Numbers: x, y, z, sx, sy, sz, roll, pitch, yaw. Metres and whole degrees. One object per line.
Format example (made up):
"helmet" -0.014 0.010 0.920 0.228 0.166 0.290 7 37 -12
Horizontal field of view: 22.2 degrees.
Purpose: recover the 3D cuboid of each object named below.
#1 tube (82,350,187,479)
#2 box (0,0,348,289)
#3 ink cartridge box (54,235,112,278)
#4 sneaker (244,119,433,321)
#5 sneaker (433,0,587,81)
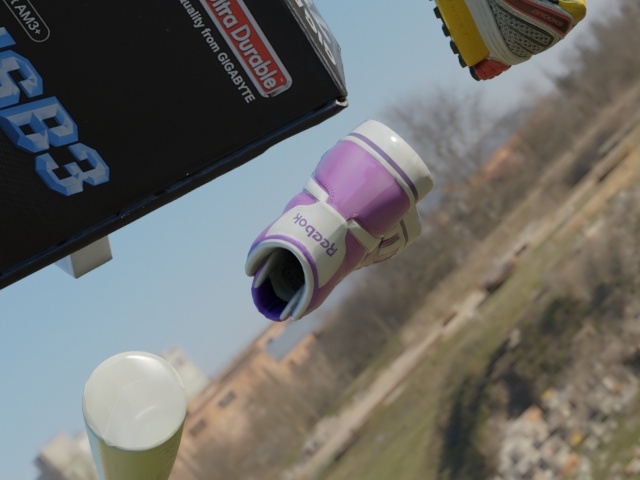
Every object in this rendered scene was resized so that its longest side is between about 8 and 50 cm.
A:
"tube" -0.119 0.135 1.039 0.070 0.062 0.240 -40 -12 -17
"box" -0.183 -0.117 0.696 0.293 0.295 0.073 -26 29 13
"ink cartridge box" -0.305 -0.031 1.872 0.056 0.135 0.099 -30 -49 -31
"sneaker" -0.001 -0.001 1.333 0.161 0.102 0.282 -47 -8 -8
"sneaker" 0.090 -0.209 0.976 0.092 0.225 0.088 -21 31 17
